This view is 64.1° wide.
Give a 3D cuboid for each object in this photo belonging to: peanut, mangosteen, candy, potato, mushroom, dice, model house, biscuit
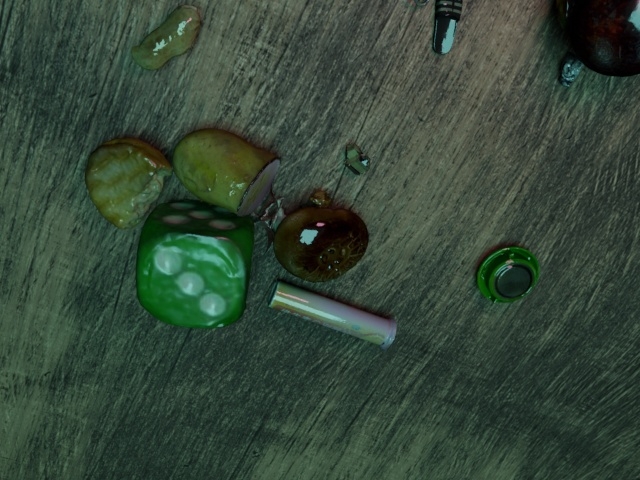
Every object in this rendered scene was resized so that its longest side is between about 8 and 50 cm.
[{"bbox_3d":[-0.392,-0.518,1.319,0.214,0.099,0.099,-32,112,7],"label":"peanut"},{"bbox_3d":[0.764,-0.569,1.260,0.330,0.330,0.330,-2,114,-4],"label":"mangosteen"},{"bbox_3d":[0.772,-0.524,1.434,0.226,0.051,0.094,-36,122,13],"label":"candy"},{"bbox_3d":[-0.280,-0.200,1.425,0.266,0.229,0.229,31,109,1],"label":"potato"},{"bbox_3d":[0.006,0.000,1.525,0.297,0.163,0.278,-4,114,-25],"label":"mushroom"},{"bbox_3d":[-0.347,0.060,1.471,0.300,0.287,0.297,6,113,-6],"label":"dice"},{"bbox_3d":[0.100,-0.237,1.508,0.058,0.057,0.083,-26,137,35],"label":"model house"},{"bbox_3d":[-0.548,-0.177,1.440,0.213,0.091,0.274,45,121,-7],"label":"biscuit"}]

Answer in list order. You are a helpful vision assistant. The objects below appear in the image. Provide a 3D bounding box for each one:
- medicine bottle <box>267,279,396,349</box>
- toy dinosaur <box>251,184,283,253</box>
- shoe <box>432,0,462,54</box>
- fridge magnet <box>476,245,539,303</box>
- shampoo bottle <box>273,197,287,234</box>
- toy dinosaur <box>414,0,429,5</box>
[{"bbox_3d":[0.037,0.243,1.687,0.426,0.108,0.108,21,111,-11],"label":"medicine bottle"},{"bbox_3d":[-0.162,-0.069,1.540,0.108,0.032,0.220,4,93,38],"label":"toy dinosaur"},{"bbox_3d":[0.342,-0.591,1.367,0.071,0.049,0.179,2,114,-6],"label":"shoe"},{"bbox_3d":[0.618,0.117,1.680,0.208,0.088,0.208,-2,114,-4],"label":"fridge magnet"},{"bbox_3d":[-0.120,-0.035,1.574,0.056,0.056,0.195,-6,114,-2],"label":"shampoo bottle"},{"bbox_3d":[0.294,-0.785,1.267,0.147,0.076,0.363,0,114,17],"label":"toy dinosaur"}]
